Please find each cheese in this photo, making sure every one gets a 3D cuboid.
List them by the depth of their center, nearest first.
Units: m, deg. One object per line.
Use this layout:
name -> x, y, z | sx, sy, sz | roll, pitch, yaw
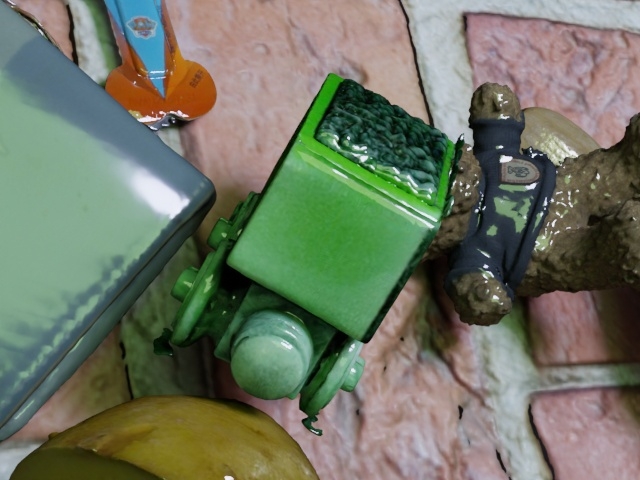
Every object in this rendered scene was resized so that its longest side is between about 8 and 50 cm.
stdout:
cheese -> -0.142, -0.194, 1.231 | 0.106, 0.037, 0.256 | -7, 70, -27

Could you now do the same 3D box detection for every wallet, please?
wallet -> -0.270, -0.056, 1.045 | 0.360, 0.083, 0.252 | 40, 72, -4

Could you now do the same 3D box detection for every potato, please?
potato -> -0.071, 0.163, 1.013 | 0.203, 0.178, 0.158 | 30, 39, 4

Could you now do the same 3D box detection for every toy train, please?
toy train -> 0.000, 0.000, 1.078 | 0.132, 0.188, 0.243 | 30, 19, -3

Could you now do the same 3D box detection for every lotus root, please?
lotus root -> 0.188, -0.050, 1.297 | 0.150, 0.062, 0.073 | 45, 55, 3

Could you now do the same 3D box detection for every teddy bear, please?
teddy bear -> 0.145, -0.015, 1.218 | 0.251, 0.129, 0.182 | 7, 56, 9

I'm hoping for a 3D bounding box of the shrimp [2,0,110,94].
shrimp -> -0.230, -0.129, 1.135 | 0.190, 0.075, 0.073 | 26, 25, -18
